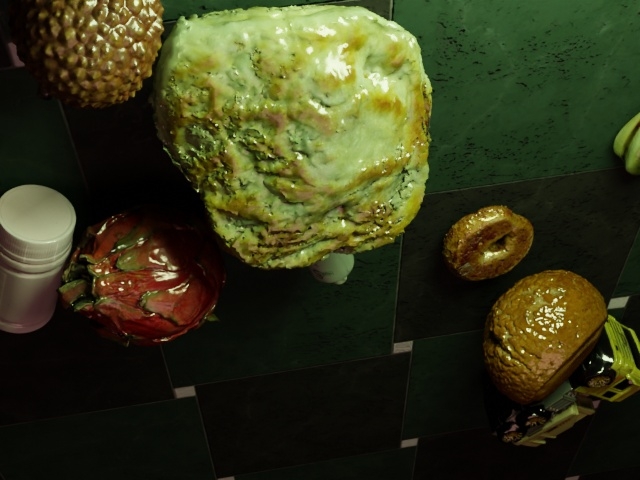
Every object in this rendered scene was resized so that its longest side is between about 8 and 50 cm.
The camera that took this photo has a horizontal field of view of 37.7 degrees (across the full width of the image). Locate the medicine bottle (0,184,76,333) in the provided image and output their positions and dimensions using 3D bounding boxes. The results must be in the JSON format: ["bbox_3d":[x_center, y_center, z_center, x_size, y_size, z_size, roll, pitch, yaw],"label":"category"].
[{"bbox_3d":[-0.488,0.035,1.555,0.133,0.133,0.250,6,140,-22],"label":"medicine bottle"}]

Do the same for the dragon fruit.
[{"bbox_3d":[-0.292,0.062,1.543,0.298,0.244,0.244,-19,154,-44],"label":"dragon fruit"}]

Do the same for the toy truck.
[{"bbox_3d":[0.575,0.340,2.199,0.254,0.181,0.405,19,133,-32],"label":"toy truck"}]

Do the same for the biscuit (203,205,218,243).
[{"bbox_3d":[-0.075,-0.056,1.632,0.261,0.037,0.262,-8,142,-6],"label":"biscuit"}]

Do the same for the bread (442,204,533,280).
[{"bbox_3d":[0.319,0.005,1.803,0.193,0.064,0.193,-10,138,-10],"label":"bread"}]

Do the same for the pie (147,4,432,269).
[{"bbox_3d":[-0.025,-0.156,1.320,0.395,0.180,0.418,-16,131,0],"label":"pie"}]

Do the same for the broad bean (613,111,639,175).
[{"bbox_3d":[0.615,-0.192,1.639,0.206,0.072,0.153,-24,145,-4],"label":"broad bean"}]

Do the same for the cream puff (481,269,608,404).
[{"bbox_3d":[0.450,0.184,1.929,0.303,0.212,0.303,-38,158,-18],"label":"cream puff"}]

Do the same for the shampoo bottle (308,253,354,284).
[{"bbox_3d":[0.000,0.000,1.625,0.085,0.085,0.262,-18,142,7],"label":"shampoo bottle"}]

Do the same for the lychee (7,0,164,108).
[{"bbox_3d":[-0.301,-0.264,1.185,0.200,0.200,0.238,23,126,-37],"label":"lychee"}]
